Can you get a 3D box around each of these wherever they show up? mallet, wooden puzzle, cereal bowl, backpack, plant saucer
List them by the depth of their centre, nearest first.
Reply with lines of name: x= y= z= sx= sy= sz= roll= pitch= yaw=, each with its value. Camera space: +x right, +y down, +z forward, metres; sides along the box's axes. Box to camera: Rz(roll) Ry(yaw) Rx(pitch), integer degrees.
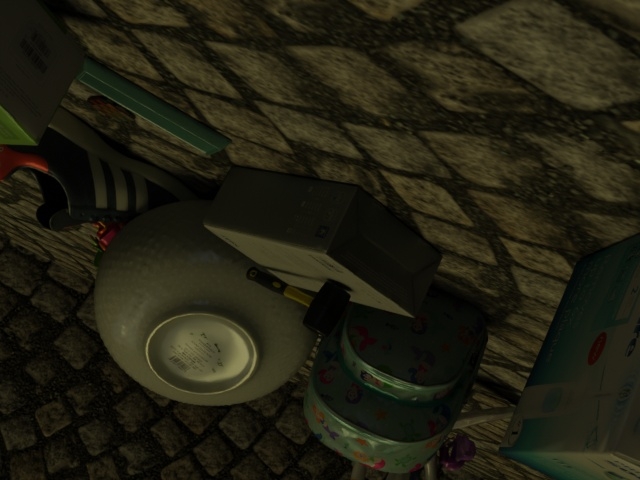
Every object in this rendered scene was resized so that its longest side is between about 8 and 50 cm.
plant saucer: x=-0.196 y=-0.152 z=1.345 sx=0.192 sy=0.018 sz=0.067 roll=31 pitch=167 yaw=-18
mallet: x=-0.031 y=0.057 z=1.440 sx=0.039 sy=0.062 sz=0.189 roll=36 pitch=178 yaw=-38
wooden puzzle: x=-0.261 y=-0.164 z=1.446 sx=0.049 sy=0.006 sz=0.083 roll=33 pitch=166 yaw=-32
backpack: x=0.099 y=0.178 z=1.585 sx=0.225 sy=0.254 sz=0.191 roll=25 pitch=148 yaw=7
cereal bowl: x=-0.161 y=0.116 z=1.655 sx=0.338 sy=0.141 sz=0.339 roll=0 pitch=128 yaw=0

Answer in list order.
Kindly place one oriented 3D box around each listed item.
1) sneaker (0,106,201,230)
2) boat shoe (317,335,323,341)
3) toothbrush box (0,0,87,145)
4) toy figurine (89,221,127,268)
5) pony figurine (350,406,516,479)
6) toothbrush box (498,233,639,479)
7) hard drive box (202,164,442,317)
sneaker: x=-0.315 y=-0.059 z=1.660 sx=0.350 sy=0.148 sz=0.131 roll=32 pitch=166 yaw=-27
boat shoe: x=-0.065 y=0.110 z=1.971 sx=0.301 sy=0.108 sz=0.102 roll=17 pitch=166 yaw=25
toothbrush box: x=-0.410 y=-0.203 z=1.141 sx=0.283 sy=0.122 sz=0.206 roll=3 pitch=148 yaw=32
toy figurine: x=-0.399 y=-0.057 z=2.009 sx=0.159 sy=0.130 sz=0.173 roll=46 pitch=-175 yaw=-24
pony figurine: x=0.176 y=0.349 z=2.079 sx=0.302 sy=0.364 sz=0.351 roll=10 pitch=178 yaw=29
toothbrush box: x=0.289 y=0.115 z=1.017 sx=0.126 sy=0.216 sz=0.295 roll=26 pitch=169 yaw=-4
hard drive box: x=0.000 y=0.000 z=1.414 sx=0.232 sy=0.089 sz=0.181 roll=12 pitch=162 yaw=46
